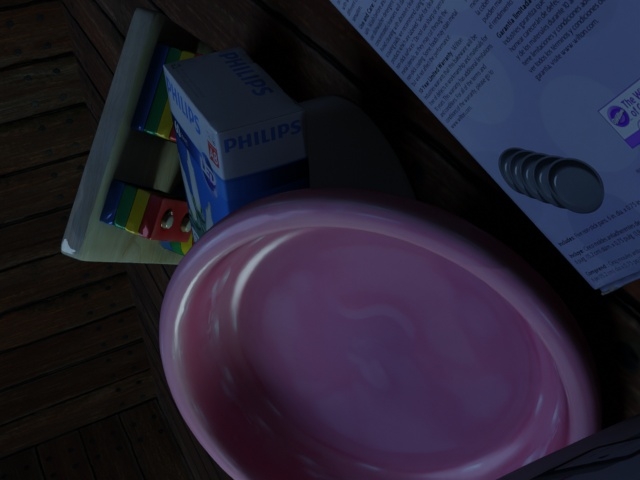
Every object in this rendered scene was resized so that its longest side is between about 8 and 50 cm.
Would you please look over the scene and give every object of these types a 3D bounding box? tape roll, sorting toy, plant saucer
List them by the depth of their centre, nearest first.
[{"bbox_3d":[0.041,0.099,0.626,0.331,0.084,0.332,11,125,17],"label":"plant saucer"},{"bbox_3d":[0.000,0.000,0.839,0.286,0.100,0.286,54,155,40],"label":"tape roll"},{"bbox_3d":[-0.146,-0.090,0.919,0.255,0.089,0.257,9,-81,-74],"label":"sorting toy"}]

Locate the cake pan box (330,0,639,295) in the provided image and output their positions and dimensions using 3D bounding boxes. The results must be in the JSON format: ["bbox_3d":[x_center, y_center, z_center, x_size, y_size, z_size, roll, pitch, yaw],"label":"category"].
[{"bbox_3d":[0.122,-0.114,0.347,0.246,0.070,0.267,46,158,4],"label":"cake pan box"}]

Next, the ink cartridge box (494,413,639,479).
[{"bbox_3d":[0.186,0.180,0.360,0.198,0.197,0.270,66,160,15],"label":"ink cartridge box"}]

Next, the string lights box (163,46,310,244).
[{"bbox_3d":[-0.065,-0.020,0.726,0.133,0.076,0.260,50,152,47],"label":"string lights box"}]
